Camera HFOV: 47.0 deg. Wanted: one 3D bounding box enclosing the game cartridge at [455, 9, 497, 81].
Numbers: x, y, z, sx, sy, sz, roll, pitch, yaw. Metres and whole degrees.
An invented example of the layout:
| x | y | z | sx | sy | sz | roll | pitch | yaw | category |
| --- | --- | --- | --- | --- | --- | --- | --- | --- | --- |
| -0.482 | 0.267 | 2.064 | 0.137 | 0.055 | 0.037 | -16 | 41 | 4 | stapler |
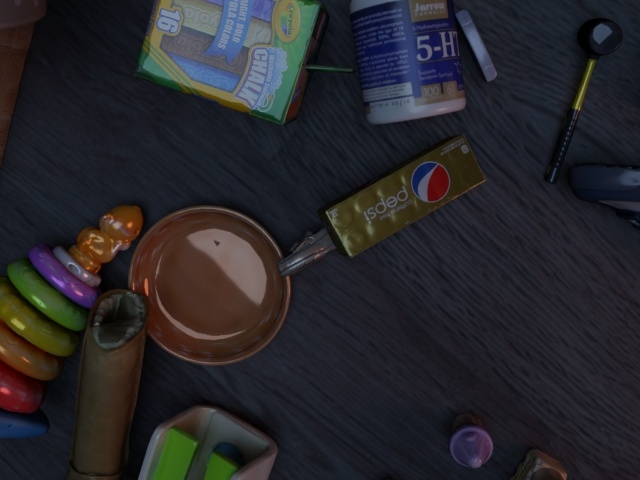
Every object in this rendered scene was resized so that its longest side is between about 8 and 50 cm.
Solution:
| x | y | z | sx | sy | sz | roll | pitch | yaw | category |
| --- | --- | --- | --- | --- | --- | --- | --- | --- | --- |
| 0.173 | -0.217 | 0.820 | 0.017 | 0.056 | 0.083 | -26 | 99 | 16 | game cartridge |

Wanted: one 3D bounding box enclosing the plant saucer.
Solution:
| x | y | z | sx | sy | sz | roll | pitch | yaw | category |
| --- | --- | --- | --- | --- | --- | --- | --- | --- | --- |
| -0.134 | 0.053 | 0.903 | 0.200 | 0.037 | 0.200 | 1 | 100 | 4 | plant saucer |

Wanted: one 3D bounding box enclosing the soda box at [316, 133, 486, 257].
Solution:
| x | y | z | sx | sy | sz | roll | pitch | yaw | category |
| --- | --- | --- | --- | --- | --- | --- | --- | --- | --- |
| 0.090 | -0.050 | 0.833 | 0.181 | 0.058 | 0.061 | -29 | 98 | -7 | soda box |

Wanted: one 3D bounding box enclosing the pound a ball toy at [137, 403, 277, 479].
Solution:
| x | y | z | sx | sy | sz | roll | pitch | yaw | category |
| --- | --- | --- | --- | --- | --- | --- | --- | --- | --- |
| -0.129 | 0.392 | 0.905 | 0.208 | 0.136 | 0.319 | 24 | 105 | 22 | pound a ball toy |

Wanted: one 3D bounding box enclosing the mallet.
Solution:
| x | y | z | sx | sy | sz | roll | pitch | yaw | category |
| --- | --- | --- | --- | --- | --- | --- | --- | --- | --- |
| 0.289 | -0.154 | 0.821 | 0.039 | 0.062 | 0.190 | 14 | 102 | 2 | mallet |

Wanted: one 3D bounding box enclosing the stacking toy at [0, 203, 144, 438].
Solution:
| x | y | z | sx | sy | sz | roll | pitch | yaw | category |
| --- | --- | --- | --- | --- | --- | --- | --- | --- | --- |
| -0.323 | 0.068 | 0.872 | 0.166 | 0.175 | 0.302 | 40 | 85 | 25 | stacking toy |

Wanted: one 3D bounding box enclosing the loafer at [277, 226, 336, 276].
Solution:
| x | y | z | sx | sy | sz | roll | pitch | yaw | category |
| --- | --- | --- | --- | --- | --- | --- | --- | --- | --- |
| 0.000 | 0.000 | 0.874 | 0.125 | 0.045 | 0.039 | -28 | 82 | -13 | loafer |

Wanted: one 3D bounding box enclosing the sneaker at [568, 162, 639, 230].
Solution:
| x | y | z | sx | sy | sz | roll | pitch | yaw | category |
| --- | --- | --- | --- | --- | --- | --- | --- | --- | --- |
| 0.424 | -0.006 | 0.815 | 0.319 | 0.112 | 0.131 | 13 | 99 | 3 | sneaker |

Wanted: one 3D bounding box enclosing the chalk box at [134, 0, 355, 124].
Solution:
| x | y | z | sx | sy | sz | roll | pitch | yaw | category |
| --- | --- | --- | --- | --- | --- | --- | --- | --- | --- |
| -0.068 | -0.205 | 0.801 | 0.213 | 0.132 | 0.132 | 20 | 101 | 1 | chalk box |

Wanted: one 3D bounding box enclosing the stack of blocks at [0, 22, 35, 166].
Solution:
| x | y | z | sx | sy | sz | roll | pitch | yaw | category |
| --- | --- | --- | --- | --- | --- | --- | --- | --- | --- |
| -0.438 | -0.227 | 0.844 | 0.171 | 0.087 | 0.297 | 18 | 102 | 0 | stack of blocks |

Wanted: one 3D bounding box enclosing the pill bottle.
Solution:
| x | y | z | sx | sy | sz | roll | pitch | yaw | category |
| --- | --- | --- | --- | --- | --- | --- | --- | --- | --- |
| 0.091 | -0.226 | 0.795 | 0.112 | 0.112 | 0.187 | -9 | 101 | 6 | pill bottle |

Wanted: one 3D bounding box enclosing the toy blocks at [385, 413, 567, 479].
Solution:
| x | y | z | sx | sy | sz | roll | pitch | yaw | category |
| --- | --- | --- | --- | --- | --- | --- | --- | --- | --- |
| 0.208 | 0.395 | 0.832 | 0.309 | 0.260 | 0.288 | 29 | 102 | -2 | toy blocks |

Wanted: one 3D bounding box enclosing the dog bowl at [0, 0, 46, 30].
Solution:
| x | y | z | sx | sy | sz | roll | pitch | yaw | category |
| --- | --- | --- | --- | --- | --- | --- | --- | --- | --- |
| -0.405 | -0.229 | 0.634 | 0.348 | 0.349 | 0.102 | -2 | 112 | 4 | dog bowl |

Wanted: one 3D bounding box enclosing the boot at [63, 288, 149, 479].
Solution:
| x | y | z | sx | sy | sz | roll | pitch | yaw | category |
| --- | --- | --- | --- | --- | --- | --- | --- | --- | --- |
| -0.254 | 0.224 | 0.830 | 0.089 | 0.236 | 0.269 | 9 | 114 | -15 | boot |
